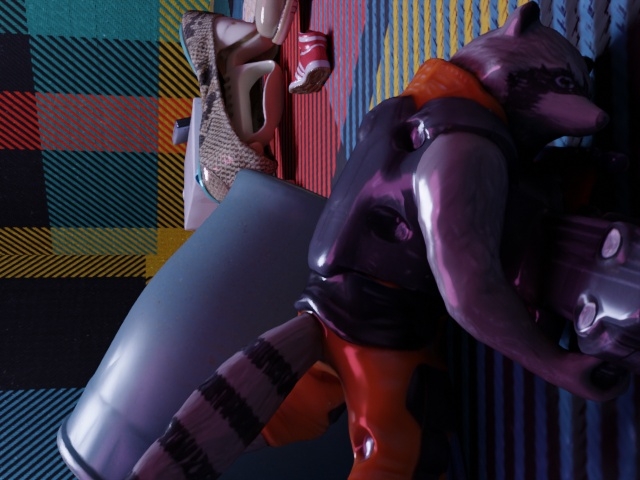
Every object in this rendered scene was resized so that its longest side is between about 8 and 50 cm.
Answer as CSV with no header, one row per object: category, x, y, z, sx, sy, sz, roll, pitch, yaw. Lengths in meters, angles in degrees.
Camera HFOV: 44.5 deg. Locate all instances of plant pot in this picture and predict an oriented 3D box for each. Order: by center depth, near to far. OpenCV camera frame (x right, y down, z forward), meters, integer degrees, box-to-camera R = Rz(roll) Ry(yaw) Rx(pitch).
plant pot,-0.032,0.091,0.643,0.255,0.271,0.271,-65,13,-2

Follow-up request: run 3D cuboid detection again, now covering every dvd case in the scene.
dvd case,-0.269,-0.281,1.911,0.253,0.180,0.022,169,87,-78

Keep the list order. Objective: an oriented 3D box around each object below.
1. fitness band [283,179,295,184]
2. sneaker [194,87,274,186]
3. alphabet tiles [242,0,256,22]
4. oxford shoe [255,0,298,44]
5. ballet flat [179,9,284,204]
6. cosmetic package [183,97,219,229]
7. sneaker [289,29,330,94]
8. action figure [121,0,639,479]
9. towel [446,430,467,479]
fitness band,-0.071,0.024,1.301,0.291,0.054,0.209,112,155,-62
sneaker,-0.170,-0.165,1.526,0.135,0.150,0.366,115,153,-60
alphabet tiles,-0.148,-0.588,1.726,0.284,0.021,0.278,-114,27,-62
oxford shoe,-0.094,-0.500,1.186,0.140,0.146,0.397,-164,74,-76
ballet flat,-0.143,-0.281,1.415,0.182,0.164,0.483,-33,50,29
cosmetic package,-0.231,-0.163,1.792,0.365,0.155,0.197,129,139,-72
sneaker,-0.017,-0.246,1.076,0.118,0.042,0.067,156,110,-68
action figure,0.051,0.032,0.375,0.330,0.178,0.341,-61,17,-8
towel,0.076,0.279,0.682,0.285,0.034,0.209,112,157,-55
